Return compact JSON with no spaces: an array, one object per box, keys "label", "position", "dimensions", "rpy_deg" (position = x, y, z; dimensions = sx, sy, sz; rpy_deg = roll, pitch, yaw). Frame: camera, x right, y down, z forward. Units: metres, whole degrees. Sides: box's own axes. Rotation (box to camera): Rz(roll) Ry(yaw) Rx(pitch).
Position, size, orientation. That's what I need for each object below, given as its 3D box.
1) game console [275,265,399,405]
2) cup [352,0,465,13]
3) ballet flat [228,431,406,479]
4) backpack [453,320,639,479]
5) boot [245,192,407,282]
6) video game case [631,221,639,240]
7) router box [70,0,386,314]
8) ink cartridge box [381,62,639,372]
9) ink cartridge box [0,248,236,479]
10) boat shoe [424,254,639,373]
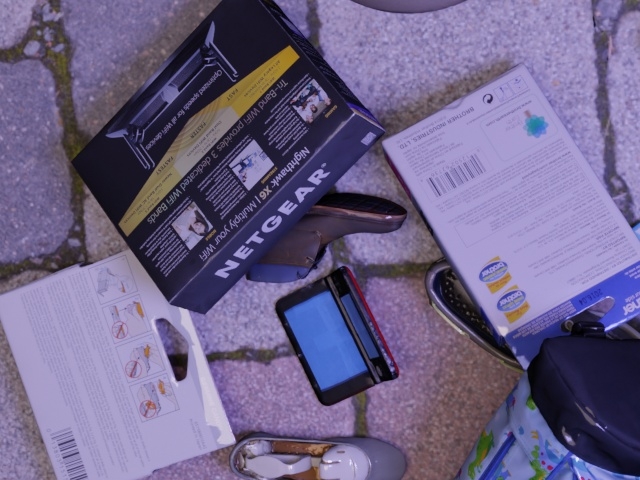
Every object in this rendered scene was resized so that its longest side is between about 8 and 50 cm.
[{"label":"game console","position":[0.018,0.115,1.691],"dimensions":[0.085,0.124,0.144],"rpy_deg":[-26,87,-10]},{"label":"cup","position":[0.075,-0.419,1.554],"dimensions":[0.331,0.237,0.331],"rpy_deg":[1,95,15]},{"label":"ballet flat","position":[-0.007,0.269,1.715],"dimensions":[0.213,0.068,0.072],"rpy_deg":[3,95,15]},{"label":"backpack","position":[0.270,0.283,1.519],"dimensions":[0.355,0.290,0.273],"rpy_deg":[-46,48,40]},{"label":"boot","position":[0.000,0.000,1.696],"dimensions":[0.219,0.082,0.106],"rpy_deg":[5,106,25]},{"label":"video game case","position":[0.441,-0.013,1.594],"dimensions":[0.166,0.015,0.119],"rpy_deg":[-40,83,15]},{"label":"router box","position":[-0.113,-0.107,1.666],"dimensions":[0.309,0.081,0.243],"rpy_deg":[-44,61,13]},{"label":"ink cartridge box","position":[0.221,-0.020,1.574],"dimensions":[0.186,0.065,0.311],"rpy_deg":[-29,70,-4]},{"label":"ink cartridge box","position":[-0.249,0.156,1.781],"dimensions":[0.239,0.060,0.275],"rpy_deg":[-20,88,12]},{"label":"boat shoe","position":[0.251,0.108,1.617],"dimensions":[0.305,0.091,0.109],"rpy_deg":[30,101,12]}]
